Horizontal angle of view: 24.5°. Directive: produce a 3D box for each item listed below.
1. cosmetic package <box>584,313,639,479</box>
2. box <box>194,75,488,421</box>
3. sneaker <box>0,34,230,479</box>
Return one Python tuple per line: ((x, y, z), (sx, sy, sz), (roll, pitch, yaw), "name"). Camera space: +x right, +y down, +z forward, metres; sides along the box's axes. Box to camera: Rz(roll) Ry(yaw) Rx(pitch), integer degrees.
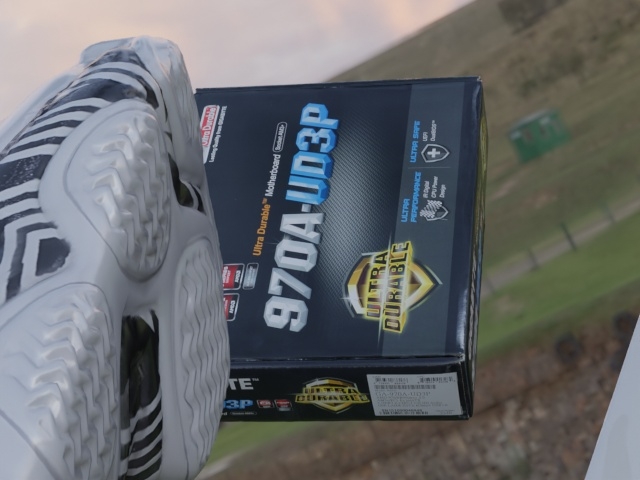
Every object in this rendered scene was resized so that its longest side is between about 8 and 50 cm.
((0.337, 0.182, 1.177), (0.197, 0.155, 0.365), (0, 48, 33), "cosmetic package")
((0.000, 0.000, 0.802), (0.175, 0.051, 0.220), (-1, 45, 12), "box")
((-0.148, 0.050, 0.413), (0.210, 0.137, 0.366), (-2, 33, 8), "sneaker")
